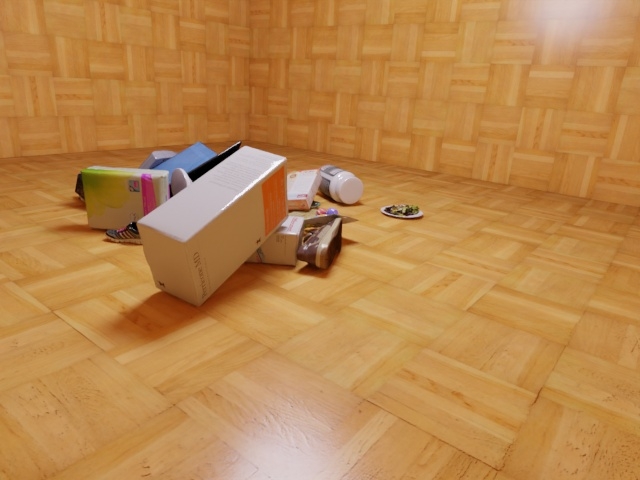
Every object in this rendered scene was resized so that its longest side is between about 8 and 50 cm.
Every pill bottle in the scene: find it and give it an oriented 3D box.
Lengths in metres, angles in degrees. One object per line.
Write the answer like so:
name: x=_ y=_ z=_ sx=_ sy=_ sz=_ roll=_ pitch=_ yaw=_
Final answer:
pill bottle: x=0.093 y=-0.285 z=2.318 sx=0.161 sy=0.161 sz=0.283 roll=-5 pitch=22 yaw=-24

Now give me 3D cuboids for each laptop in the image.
laptop: x=-0.605 y=-0.350 z=2.032 sx=0.382 sy=0.236 sz=0.408 roll=-39 pitch=2 yaw=-25

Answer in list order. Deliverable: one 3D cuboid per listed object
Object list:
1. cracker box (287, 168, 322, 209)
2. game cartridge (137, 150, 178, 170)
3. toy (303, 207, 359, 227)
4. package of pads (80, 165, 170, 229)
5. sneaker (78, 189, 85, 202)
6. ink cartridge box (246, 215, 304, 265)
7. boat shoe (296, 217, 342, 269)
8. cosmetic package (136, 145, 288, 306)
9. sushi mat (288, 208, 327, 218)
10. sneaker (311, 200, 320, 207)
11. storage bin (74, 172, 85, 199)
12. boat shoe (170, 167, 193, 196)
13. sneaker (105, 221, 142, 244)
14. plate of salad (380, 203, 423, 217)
cracker box: x=-0.099 y=-0.239 z=2.117 sx=0.156 sy=0.067 sz=0.232 roll=0 pitch=43 yaw=22
game cartridge: x=-0.802 y=-0.368 z=2.299 sx=0.062 sy=0.198 sz=0.297 roll=44 pitch=13 yaw=7
toy: x=0.016 y=-0.092 z=1.741 sx=0.137 sy=0.056 sz=0.237 roll=10 pitch=-17 yaw=-43
package of pads: x=-0.710 y=-0.148 z=1.675 sx=0.296 sy=0.229 sz=0.101 roll=4 pitch=22 yaw=-1
sneaker: x=-1.032 y=-0.213 z=2.024 sx=0.185 sy=0.084 sz=0.069 roll=17 pitch=23 yaw=35
ink cartridge box: x=-0.203 y=-0.010 z=1.536 sx=0.278 sy=0.117 sz=0.201 roll=4 pitch=19 yaw=3
boat shoe: x=0.000 y=0.000 z=1.552 sx=0.123 sy=0.123 sz=0.342 roll=6 pitch=23 yaw=12
cosmetic package: x=-0.272 y=-0.059 z=1.279 sx=0.161 sy=0.230 sz=0.453 roll=20 pitch=44 yaw=21
sushi mat: x=-0.087 y=-0.097 z=1.958 sx=0.151 sy=0.019 sz=0.316 roll=12 pitch=20 yaw=25
sneaker: x=-0.074 y=-0.200 z=2.170 sx=0.166 sy=0.076 sz=0.065 roll=15 pitch=23 yaw=30
storage bin: x=-0.945 y=-0.214 z=1.946 sx=0.180 sy=0.084 sz=0.122 roll=34 pitch=28 yaw=15
boat shoe: x=-0.506 y=-0.160 z=1.774 sx=0.095 sy=0.258 sz=0.084 roll=-22 pitch=-5 yaw=29
sneaker: x=-0.667 y=-0.033 z=1.582 sx=0.170 sy=0.075 sz=0.063 roll=6 pitch=19 yaw=8
plate of salad: x=0.386 y=-0.147 z=2.144 sx=0.200 sy=0.048 sz=0.200 roll=4 pitch=20 yaw=-1
